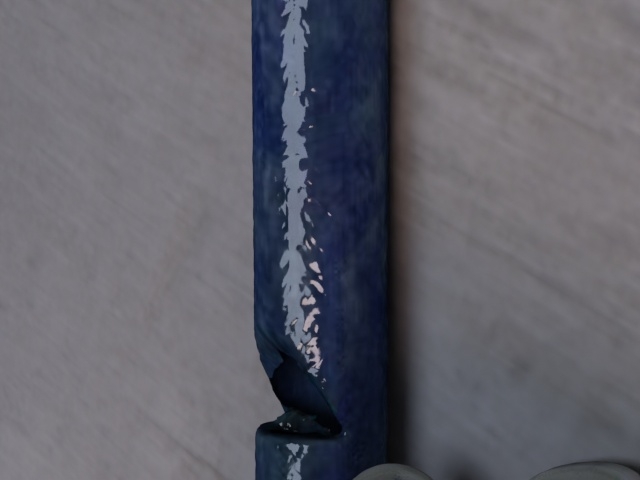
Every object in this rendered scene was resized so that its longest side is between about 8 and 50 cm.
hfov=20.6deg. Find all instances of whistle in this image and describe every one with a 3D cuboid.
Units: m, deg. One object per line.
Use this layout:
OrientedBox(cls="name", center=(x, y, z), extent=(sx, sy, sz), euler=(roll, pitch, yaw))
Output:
OrientedBox(cls="whistle", center=(0.000, 0.000, 0.747), extent=(0.062, 0.062, 0.304), euler=(6, 98, 48))

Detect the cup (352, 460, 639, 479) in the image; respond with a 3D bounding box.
OrientedBox(cls="cup", center=(0.021, 0.220, 0.628), extent=(0.290, 0.219, 0.257), euler=(-10, 89, 51))
